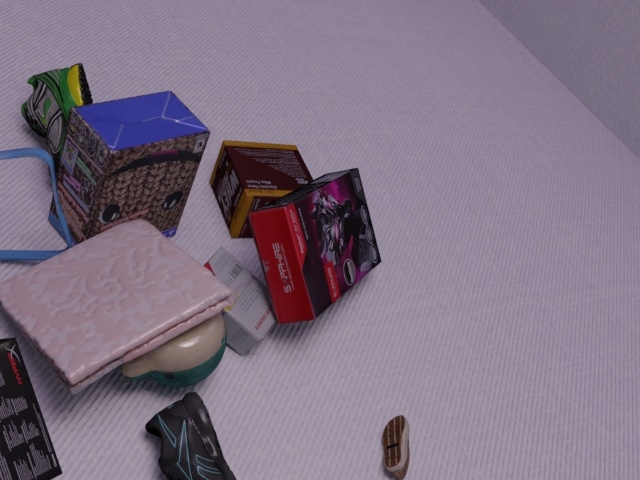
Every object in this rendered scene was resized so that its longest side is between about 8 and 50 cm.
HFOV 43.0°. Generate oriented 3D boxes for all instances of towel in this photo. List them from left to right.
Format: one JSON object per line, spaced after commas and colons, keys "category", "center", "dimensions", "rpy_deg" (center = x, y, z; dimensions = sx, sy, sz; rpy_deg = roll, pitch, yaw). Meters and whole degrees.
{"category": "towel", "center": [-0.366, 0.098, 1.422], "dimensions": [0.317, 0.053, 0.332], "rpy_deg": [-30, 42, -27]}

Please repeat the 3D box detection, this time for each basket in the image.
{"category": "basket", "center": [-0.606, -0.053, 1.449], "dimensions": [0.289, 0.254, 0.201], "rpy_deg": [-7, 44, -9]}

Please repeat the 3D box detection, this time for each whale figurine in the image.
{"category": "whale figurine", "center": [-0.302, 0.183, 1.460], "dimensions": [0.272, 0.141, 0.216], "rpy_deg": [2, 37, 9]}

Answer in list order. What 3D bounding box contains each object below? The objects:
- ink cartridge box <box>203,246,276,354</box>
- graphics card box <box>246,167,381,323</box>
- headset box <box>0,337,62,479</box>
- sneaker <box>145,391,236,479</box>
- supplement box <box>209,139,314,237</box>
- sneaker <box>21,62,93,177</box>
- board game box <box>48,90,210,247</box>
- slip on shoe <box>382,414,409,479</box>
{"category": "ink cartridge box", "center": [-0.174, 0.119, 1.591], "dimensions": [0.175, 0.072, 0.127], "rpy_deg": [43, 37, -5]}
{"category": "graphics card box", "center": [0.000, 0.000, 1.696], "dimensions": [0.094, 0.232, 0.371], "rpy_deg": [-10, 11, 27]}
{"category": "headset box", "center": [-0.538, 0.286, 1.112], "dimensions": [0.293, 0.110, 0.218], "rpy_deg": [-23, 98, -44]}
{"category": "sneaker", "center": [-0.197, 0.378, 1.316], "dimensions": [0.106, 0.101, 0.267], "rpy_deg": [-21, 55, -17]}
{"category": "supplement box", "center": [-0.130, -0.117, 1.879], "dimensions": [0.191, 0.129, 0.194], "rpy_deg": [0, 44, -29]}
{"category": "sneaker", "center": [-0.584, -0.250, 1.809], "dimensions": [0.146, 0.134, 0.343], "rpy_deg": [-12, 50, -5]}
{"category": "board game box", "center": [-0.384, -0.128, 1.617], "dimensions": [0.232, 0.291, 0.141], "rpy_deg": [-21, 58, -43]}
{"category": "slip on shoe", "center": [0.147, 0.387, 1.523], "dimensions": [0.041, 0.051, 0.135], "rpy_deg": [57, 19, -25]}
